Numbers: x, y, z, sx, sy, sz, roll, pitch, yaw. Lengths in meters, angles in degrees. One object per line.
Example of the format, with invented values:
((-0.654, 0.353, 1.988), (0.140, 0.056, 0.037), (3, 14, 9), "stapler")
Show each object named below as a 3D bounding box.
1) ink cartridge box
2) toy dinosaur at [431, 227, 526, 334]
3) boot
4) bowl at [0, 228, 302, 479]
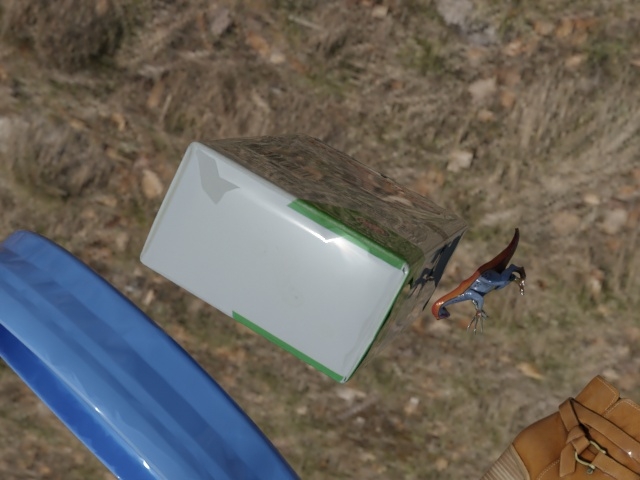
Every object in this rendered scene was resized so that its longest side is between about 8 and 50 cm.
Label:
((0.000, 0.000, 0.743), (0.153, 0.087, 0.208), (30, -165, 12), "ink cartridge box")
((0.135, 0.040, 0.973), (0.082, 0.090, 0.047), (-5, 165, 3), "toy dinosaur")
((0.336, 0.304, 1.314), (0.109, 0.220, 0.283), (48, 179, -37), "boot")
((-0.145, 0.146, 0.914), (0.391, 0.077, 0.391), (39, 160, 17), "bowl")
